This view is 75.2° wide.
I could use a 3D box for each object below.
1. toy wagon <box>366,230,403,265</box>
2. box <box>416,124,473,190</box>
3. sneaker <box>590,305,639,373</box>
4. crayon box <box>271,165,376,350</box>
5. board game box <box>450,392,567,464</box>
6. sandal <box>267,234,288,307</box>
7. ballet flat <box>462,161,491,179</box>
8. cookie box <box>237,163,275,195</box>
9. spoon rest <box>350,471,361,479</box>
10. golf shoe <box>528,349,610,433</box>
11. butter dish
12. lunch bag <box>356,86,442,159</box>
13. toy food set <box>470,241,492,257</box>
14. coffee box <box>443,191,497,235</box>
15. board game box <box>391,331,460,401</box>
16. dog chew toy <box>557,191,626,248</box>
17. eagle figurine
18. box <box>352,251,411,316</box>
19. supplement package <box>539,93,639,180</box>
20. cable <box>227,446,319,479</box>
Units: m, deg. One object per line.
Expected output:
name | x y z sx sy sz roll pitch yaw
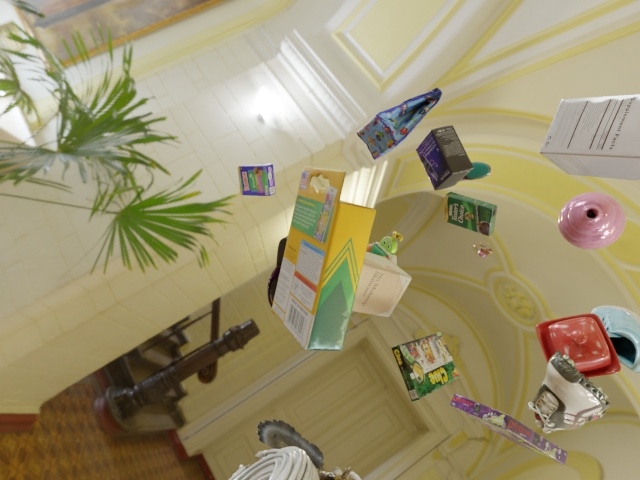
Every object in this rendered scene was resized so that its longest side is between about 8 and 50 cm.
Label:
toy wagon | 0.237 0.112 1.762 0.267 0.068 0.345 50 -57 51
box | 0.499 -0.332 1.683 0.153 0.108 0.207 121 -49 -66
sneaker | 0.964 0.303 1.345 0.366 0.150 0.135 -85 -175 -76
crayon box | 0.002 0.025 0.817 0.203 0.083 0.323 28 -73 63
board game box | 0.608 0.608 1.340 0.346 0.056 0.208 36 -21 -25
sandal | -0.138 0.170 1.540 0.167 0.107 0.446 32 -44 26
ballet flat | 0.622 -0.285 1.767 0.221 0.079 0.077 -6 -96 40
cookie box | -0.194 -0.183 1.257 0.107 0.040 0.092 4 -72 28
spoon rest | 0.096 1.042 1.585 0.084 0.276 0.137 34 -31 -9
golf shoe | 0.459 0.305 0.783 0.273 0.120 0.105 49 6 -42
butter dish | 0.650 0.257 1.050 0.118 0.159 0.160 49 30 -52
lunch bag | 0.316 -0.458 1.566 0.138 0.293 0.221 55 -13 -6
toy food set | 0.686 0.040 1.763 0.019 0.122 0.078 -57 -136 42
coffee box | 0.525 -0.095 1.470 0.184 0.040 0.113 27 -44 40
board game box | 0.286 0.327 1.106 0.030 0.259 0.136 -30 -110 34
dog chew toy | 0.930 -0.074 1.428 0.207 0.206 0.331 54 24 23
eagle figurine | -0.066 0.665 1.175 0.298 0.226 0.225 7 -75 23
box | 0.089 0.103 1.120 0.311 0.148 0.121 16 16 -42
supplement package | 0.809 -0.279 1.138 0.177 0.175 0.293 20 3 -31
cable | -0.122 0.500 0.781 0.257 0.257 0.089 -37 -96 39
